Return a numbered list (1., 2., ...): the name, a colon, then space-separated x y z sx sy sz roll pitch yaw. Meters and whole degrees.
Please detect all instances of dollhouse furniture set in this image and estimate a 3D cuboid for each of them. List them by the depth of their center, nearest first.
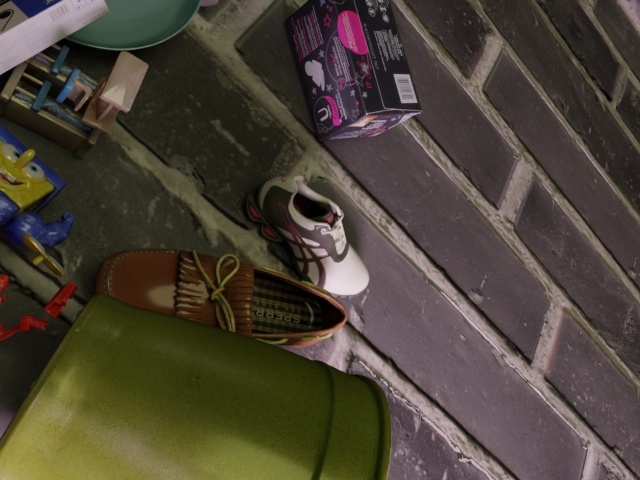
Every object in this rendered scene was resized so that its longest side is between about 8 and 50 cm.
1. dollhouse furniture set: -0.321 -0.217 0.831 0.129 0.184 0.128 28 60 -29

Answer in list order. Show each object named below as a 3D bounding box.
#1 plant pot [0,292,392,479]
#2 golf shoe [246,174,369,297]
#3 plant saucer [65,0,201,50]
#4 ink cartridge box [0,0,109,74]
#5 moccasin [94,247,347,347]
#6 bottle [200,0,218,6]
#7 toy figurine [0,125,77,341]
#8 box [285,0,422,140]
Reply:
1. plant pot: -0.169 0.246 0.738 0.353 0.366 0.366 31 59 -14
2. golf shoe: 0.000 0.000 1.064 0.273 0.120 0.105 42 53 -23
3. plant saucer: -0.331 -0.425 0.950 0.318 0.044 0.317 6 77 -26
4. ink cartridge box: -0.384 -0.275 0.808 0.207 0.097 0.046 -38 143 -16
5. moccasin: -0.129 0.089 0.914 0.380 0.147 0.139 22 64 -32
6. bottle: -0.187 -0.544 1.076 0.092 0.118 0.282 16 78 -54
7. toy figurine: -0.431 -0.065 0.765 0.362 0.191 0.217 44 25 -16
8. box: 0.061 -0.328 1.195 0.163 0.142 0.247 -13 86 -41
